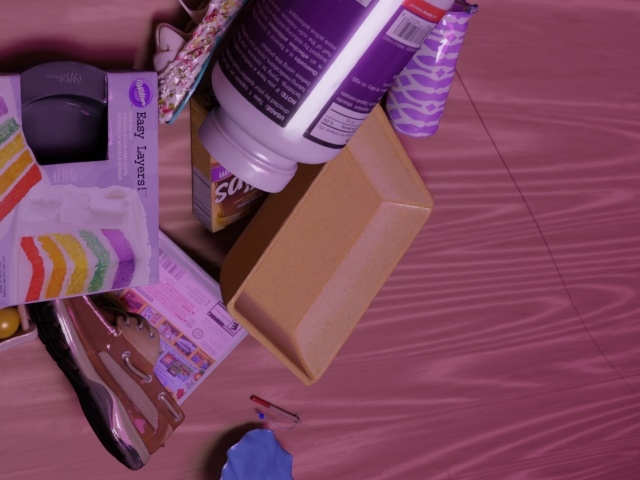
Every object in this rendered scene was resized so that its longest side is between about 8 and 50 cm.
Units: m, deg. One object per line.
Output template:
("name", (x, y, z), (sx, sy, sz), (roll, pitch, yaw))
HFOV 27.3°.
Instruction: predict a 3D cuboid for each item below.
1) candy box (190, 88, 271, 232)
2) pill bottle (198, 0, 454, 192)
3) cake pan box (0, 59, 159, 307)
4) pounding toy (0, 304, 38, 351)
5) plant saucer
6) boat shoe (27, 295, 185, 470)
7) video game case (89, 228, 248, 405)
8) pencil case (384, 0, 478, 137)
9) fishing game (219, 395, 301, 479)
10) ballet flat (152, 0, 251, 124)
("candy box", (-0.107, -0.111, 1.690), (0.109, 0.053, 0.187), (-24, 137, -28))
("pill bottle", (-0.002, -0.217, 1.515), (0.181, 0.181, 0.323), (16, 119, -48))
("cake pan box", (-0.297, -0.068, 1.475), (0.245, 0.070, 0.267), (-7, 103, -41))
("pounding toy", (-0.452, 0.100, 1.464), (0.269, 0.154, 0.155), (-26, 136, -26))
("plant saucer", (0.000, 0.000, 1.800), (0.333, 0.081, 0.333), (-55, 151, -9))
("boat shoe", (-0.265, 0.140, 1.657), (0.120, 0.122, 0.324), (-35, 128, -21))
("video game case", (-0.222, 0.115, 1.746), (0.206, 0.026, 0.227), (-46, 125, -2))
("pencil case", (0.146, -0.242, 1.796), (0.088, 0.086, 0.206), (-34, 147, -54))
("fishing game", (-0.105, 0.381, 2.045), (0.189, 0.041, 0.264), (33, 67, -49))
("ballet flat", (-0.144, -0.251, 1.533), (0.077, 0.091, 0.241), (32, 94, -20))
